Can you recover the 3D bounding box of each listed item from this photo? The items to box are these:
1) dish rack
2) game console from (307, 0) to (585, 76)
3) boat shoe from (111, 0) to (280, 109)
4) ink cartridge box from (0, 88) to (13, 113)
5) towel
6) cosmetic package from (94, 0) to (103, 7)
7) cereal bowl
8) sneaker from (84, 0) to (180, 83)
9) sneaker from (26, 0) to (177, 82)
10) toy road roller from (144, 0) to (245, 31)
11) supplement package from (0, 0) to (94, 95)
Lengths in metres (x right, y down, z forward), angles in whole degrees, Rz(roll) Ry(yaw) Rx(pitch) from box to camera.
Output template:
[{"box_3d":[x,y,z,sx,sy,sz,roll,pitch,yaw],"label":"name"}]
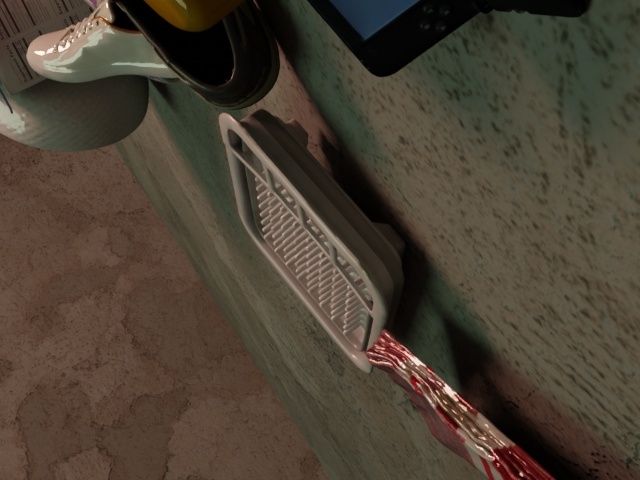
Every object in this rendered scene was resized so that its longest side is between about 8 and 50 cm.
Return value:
[{"box_3d":[0.000,0.000,1.007,0.285,0.072,0.333,49,164,18],"label":"dish rack"},{"box_3d":[0.044,-0.149,0.448,0.144,0.124,0.085,43,-156,-33],"label":"game console"},{"box_3d":[-0.163,-0.289,0.839,0.355,0.132,0.130,51,-172,-6],"label":"boat shoe"},{"box_3d":[-0.651,-0.403,1.412,0.330,0.071,0.324,57,167,22],"label":"ink cartridge box"},{"box_3d":[0.187,0.237,0.831,0.237,0.037,0.329,51,172,-38],"label":"towel"},{"box_3d":[-0.263,-0.383,1.119,0.060,0.099,0.239,63,166,-3],"label":"cosmetic package"},{"box_3d":[-0.498,-0.333,1.644,0.339,0.339,0.141,52,144,28],"label":"cereal bowl"},{"box_3d":[-0.290,-0.361,1.291,0.161,0.102,0.282,37,164,50],"label":"sneaker"},{"box_3d":[-0.300,-0.298,1.194,0.290,0.106,0.123,2,138,21],"label":"sneaker"},{"box_3d":[-0.142,-0.293,0.667,0.240,0.202,0.329,53,169,-24],"label":"toy road roller"},{"box_3d":[-0.481,-0.424,1.461,0.199,0.263,0.198,49,163,39],"label":"supplement package"}]
